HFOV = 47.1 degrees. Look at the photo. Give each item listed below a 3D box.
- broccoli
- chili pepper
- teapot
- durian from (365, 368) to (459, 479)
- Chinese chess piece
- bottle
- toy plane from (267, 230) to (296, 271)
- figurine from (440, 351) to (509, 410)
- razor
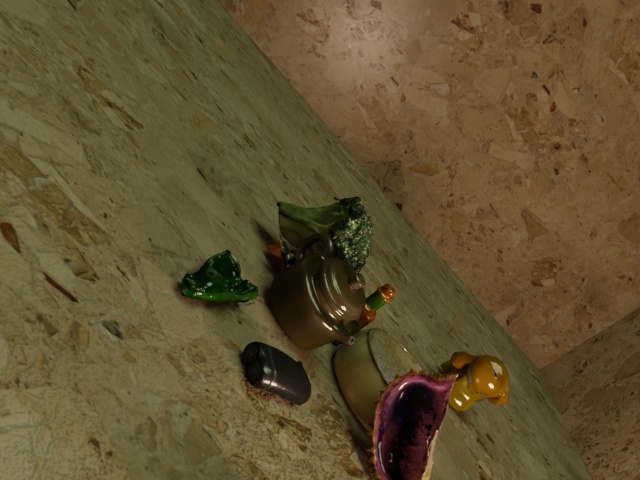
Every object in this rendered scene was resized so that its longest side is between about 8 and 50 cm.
[{"bbox_3d":[0.000,0.000,1.743,0.288,0.245,0.248,100,4,-55],"label":"broccoli"},{"bbox_3d":[-0.187,0.072,1.325,0.108,0.062,0.216,50,15,15],"label":"chili pepper"},{"bbox_3d":[0.014,0.103,1.540,0.185,0.175,0.268,24,46,-51],"label":"teapot"},{"bbox_3d":[0.183,0.396,1.456,0.153,0.261,0.186,11,-28,36],"label":"durian"},{"bbox_3d":[0.146,0.324,1.641,0.270,0.112,0.270,47,17,-19],"label":"Chinese chess piece"},{"bbox_3d":[0.093,0.164,1.692,0.069,0.187,0.069,45,17,-18],"label":"bottle"},{"bbox_3d":[-0.069,0.073,1.658,0.135,0.062,0.188,74,-5,-54],"label":"toy plane"},{"bbox_3d":[0.471,0.417,2.223,0.215,0.215,0.228,54,14,3],"label":"figurine"},{"bbox_3d":[-0.073,0.237,1.303,0.148,0.054,0.090,37,26,-44],"label":"razor"}]
